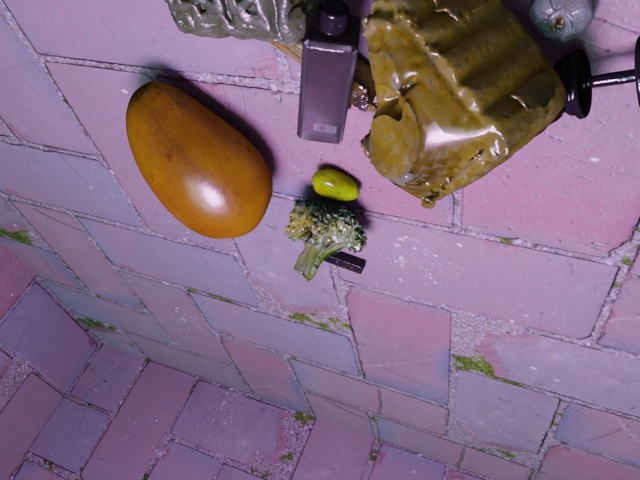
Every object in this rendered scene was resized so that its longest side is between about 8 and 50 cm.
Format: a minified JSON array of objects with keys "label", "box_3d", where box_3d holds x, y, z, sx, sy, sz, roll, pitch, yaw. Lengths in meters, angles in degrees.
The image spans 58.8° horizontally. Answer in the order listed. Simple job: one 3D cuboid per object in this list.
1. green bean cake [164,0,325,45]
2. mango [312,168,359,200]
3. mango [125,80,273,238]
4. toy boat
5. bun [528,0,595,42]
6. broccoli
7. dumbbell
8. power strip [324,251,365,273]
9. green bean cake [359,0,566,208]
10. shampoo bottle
[{"label":"green bean cake","box_3d":[-0.124,-0.423,0.836,0.254,0.132,0.241,14,143,19]},{"label":"mango","box_3d":[0.034,-0.118,1.229,0.108,0.056,0.073,20,154,5]},{"label":"mango","box_3d":[-0.270,-0.169,1.232,0.378,0.221,0.263,50,147,-17]},{"label":"toy boat","box_3d":[0.008,-0.296,0.978,0.225,0.068,0.088,30,155,-9]},{"label":"bun","box_3d":[0.322,-0.301,0.762,0.083,0.045,0.083,20,144,15]},{"label":"broccoli","box_3d":[0.000,0.000,1.279,0.194,0.194,0.220,18,169,13]},{"label":"dumbbell","box_3d":[0.398,-0.221,0.775,0.208,0.099,0.099,0,140,37]},{"label":"power strip","box_3d":[0.062,0.053,1.485,0.111,0.029,0.038,19,148,11]},{"label":"green bean cake","box_3d":[0.157,-0.206,0.845,0.285,0.202,0.310,52,157,6]},{"label":"shampoo bottle","box_3d":[0.011,-0.256,0.876,0.080,0.079,0.246,6,150,-2]}]
